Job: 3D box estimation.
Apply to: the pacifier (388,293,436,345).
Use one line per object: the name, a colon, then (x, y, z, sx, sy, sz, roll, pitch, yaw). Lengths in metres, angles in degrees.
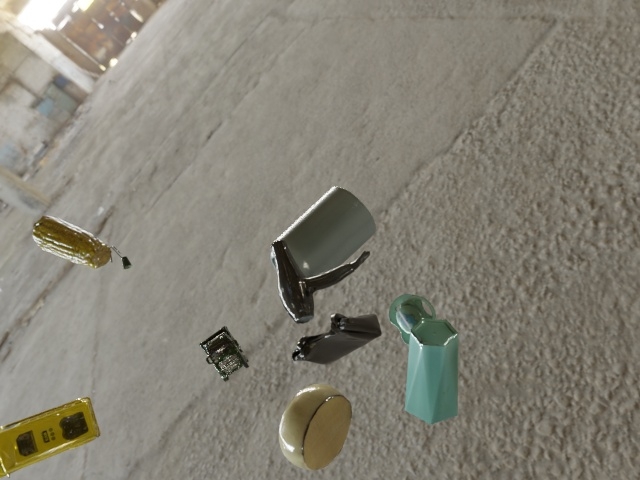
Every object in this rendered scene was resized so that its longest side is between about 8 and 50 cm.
pacifier: (0.263, 0.215, 1.515, 0.127, 0.116, 0.150, -47, 60, 13)

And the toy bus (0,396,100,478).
toy bus: (-0.826, 0.578, 1.613, 0.330, 0.144, 0.152, -18, -6, -23)

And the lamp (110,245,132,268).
lamp: (-0.700, 0.060, 1.943, 0.041, 0.054, 0.121, -26, -16, -6)

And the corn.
corn: (-0.662, 0.005, 1.465, 0.261, 0.097, 0.097, 21, 70, 21)

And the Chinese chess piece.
Chinese chess piece: (-0.011, 0.556, 1.656, 0.103, 0.250, 0.250, 13, 65, 40)

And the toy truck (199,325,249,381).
toy truck: (-0.255, 0.301, 1.490, 0.088, 0.121, 0.259, -34, -2, -12)

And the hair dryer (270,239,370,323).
hair dryer: (0.004, 0.058, 1.207, 0.219, 0.075, 0.196, -24, 65, 8)

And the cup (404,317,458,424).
cup: (0.268, 0.310, 1.353, 0.148, 0.236, 0.134, -17, 31, -16)

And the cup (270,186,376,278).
cup: (0.000, 0.000, 1.748, 0.312, 0.206, 0.205, -42, 25, -19)

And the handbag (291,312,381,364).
handbag: (0.054, 0.353, 2.007, 0.285, 0.257, 0.114, -35, 65, 25)
